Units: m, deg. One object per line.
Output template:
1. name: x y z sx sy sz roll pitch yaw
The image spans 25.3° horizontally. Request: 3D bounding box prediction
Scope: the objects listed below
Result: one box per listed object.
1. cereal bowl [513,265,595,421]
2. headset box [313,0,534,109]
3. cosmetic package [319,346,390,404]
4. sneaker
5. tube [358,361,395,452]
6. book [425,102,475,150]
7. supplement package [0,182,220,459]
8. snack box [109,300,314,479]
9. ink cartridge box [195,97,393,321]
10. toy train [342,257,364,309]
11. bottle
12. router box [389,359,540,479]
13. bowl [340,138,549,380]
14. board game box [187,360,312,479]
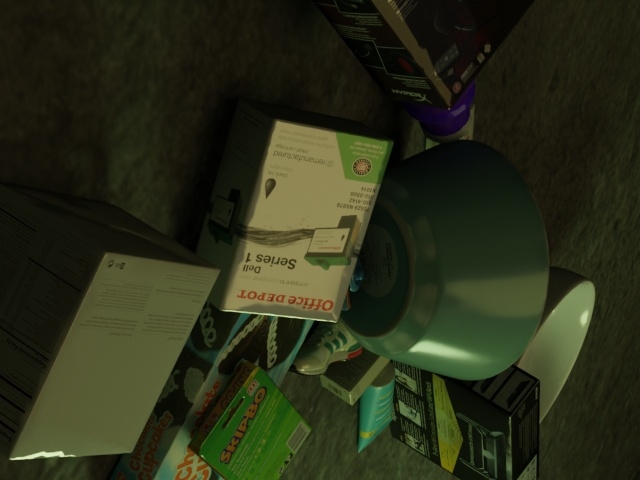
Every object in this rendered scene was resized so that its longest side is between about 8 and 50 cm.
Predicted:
1. cereal bowl: 0.323 0.188 2.414 0.339 0.141 0.339 -43 148 -35
2. headset box: 0.086 -0.312 1.443 0.218 0.110 0.293 -52 125 -16
3. cosmetic package: 0.056 0.171 2.029 0.115 0.060 0.041 -46 152 -23
4. sneaker: 0.002 0.130 1.915 0.161 0.057 0.075 -16 113 -53
5. tube: 0.084 0.251 2.181 0.080 0.052 0.207 -37 153 -22
6. book: 0.181 -0.114 1.999 0.096 0.035 0.144 -46 149 -34
7. supplement package: -0.236 0.076 1.321 0.194 0.149 0.203 13 105 -63
8. snack box: -0.132 0.199 1.727 0.322 0.060 0.187 -62 153 5
9. ink cartridge box: -0.034 -0.029 1.554 0.160 0.092 0.219 7 106 -32
10. toy train: 0.000 0.000 1.696 0.105 0.080 0.184 -30 121 -61
11. bottle: 0.129 -0.216 1.703 0.092 0.118 0.283 -53 152 -15
12. router box: 0.215 0.261 2.193 0.081 0.243 0.309 -47 151 -24
13. bowl: 0.119 0.030 1.788 0.163 0.311 0.312 -4 122 -36
14. board game box: -0.084 0.237 1.741 0.124 0.039 0.259 -55 158 -13
